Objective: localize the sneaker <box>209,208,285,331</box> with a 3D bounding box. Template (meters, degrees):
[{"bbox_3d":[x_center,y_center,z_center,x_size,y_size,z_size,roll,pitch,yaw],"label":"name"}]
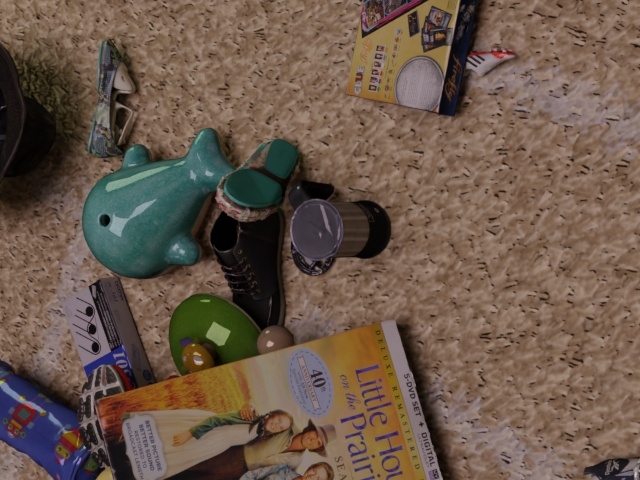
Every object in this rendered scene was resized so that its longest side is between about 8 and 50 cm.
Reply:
[{"bbox_3d":[-0.115,0.055,1.773,0.083,0.118,0.222,1,91,31],"label":"sneaker"}]

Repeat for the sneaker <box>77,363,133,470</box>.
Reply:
[{"bbox_3d":[-0.280,0.316,1.874,0.107,0.118,0.279,-17,94,34],"label":"sneaker"}]

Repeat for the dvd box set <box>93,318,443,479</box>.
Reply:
[{"bbox_3d":[-0.058,0.303,1.621,0.420,0.062,0.308,-14,82,-12],"label":"dvd box set"}]

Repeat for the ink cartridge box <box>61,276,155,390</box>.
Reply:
[{"bbox_3d":[-0.336,0.172,1.952,0.097,0.046,0.207,-28,77,30],"label":"ink cartridge box"}]

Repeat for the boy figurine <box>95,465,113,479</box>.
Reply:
[{"bbox_3d":[-0.219,0.328,1.743,0.092,0.285,0.177,-7,86,34],"label":"boy figurine"}]

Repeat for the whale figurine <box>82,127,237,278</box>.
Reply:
[{"bbox_3d":[-0.248,-0.057,1.840,0.272,0.141,0.216,-36,72,26],"label":"whale figurine"}]

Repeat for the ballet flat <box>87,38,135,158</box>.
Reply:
[{"bbox_3d":[-0.324,-0.223,1.941,0.070,0.070,0.188,11,98,31],"label":"ballet flat"}]

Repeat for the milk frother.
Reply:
[{"bbox_3d":[0.000,0.000,1.693,0.129,0.134,0.143,34,108,27],"label":"milk frother"}]

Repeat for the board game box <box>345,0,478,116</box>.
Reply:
[{"bbox_3d":[0.129,-0.302,1.652,0.165,0.042,0.243,18,100,39],"label":"board game box"}]

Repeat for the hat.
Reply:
[{"bbox_3d":[-0.521,-0.176,2.012,0.331,0.134,0.331,-8,79,49],"label":"hat"}]

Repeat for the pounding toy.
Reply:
[{"bbox_3d":[-0.149,0.187,1.761,0.236,0.110,0.183,14,125,32],"label":"pounding toy"}]

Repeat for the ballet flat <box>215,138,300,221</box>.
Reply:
[{"bbox_3d":[-0.089,-0.068,1.701,0.091,0.241,0.077,35,119,3],"label":"ballet flat"}]

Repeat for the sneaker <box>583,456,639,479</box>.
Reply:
[{"bbox_3d":[0.399,0.271,1.475,0.153,0.094,0.235,16,109,22],"label":"sneaker"}]

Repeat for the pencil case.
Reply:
[{"bbox_3d":[-0.452,0.306,1.979,0.306,0.133,0.119,26,76,29],"label":"pencil case"}]

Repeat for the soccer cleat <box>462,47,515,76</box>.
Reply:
[{"bbox_3d":[0.221,-0.235,1.620,0.083,0.029,0.036,1,100,35],"label":"soccer cleat"}]
